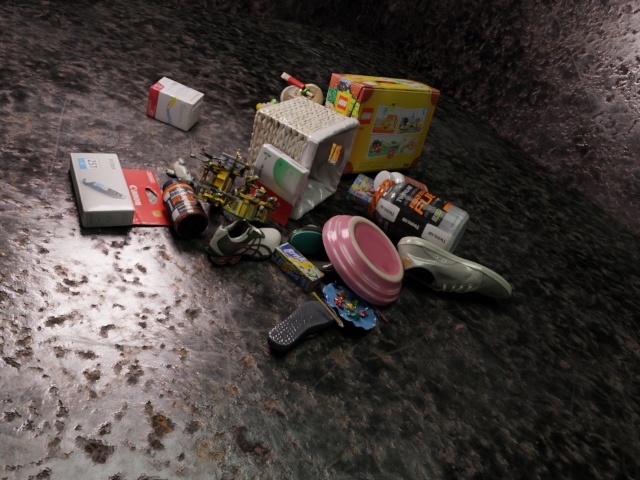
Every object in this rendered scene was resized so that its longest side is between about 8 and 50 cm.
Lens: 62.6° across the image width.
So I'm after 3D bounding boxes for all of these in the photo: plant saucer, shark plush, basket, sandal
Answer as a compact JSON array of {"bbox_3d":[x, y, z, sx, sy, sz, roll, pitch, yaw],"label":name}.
[{"bbox_3d":[0.152,0.046,1.678,0.332,0.084,0.332,36,31,-26],"label":"plant saucer"},{"bbox_3d":[-0.453,-0.225,1.810,0.161,0.073,0.067,37,6,25],"label":"shark plush"},{"bbox_3d":[-0.077,-0.311,1.915,0.266,0.328,0.331,30,35,15],"label":"basket"},{"bbox_3d":[-0.050,0.235,1.441,0.097,0.055,0.254,33,37,31],"label":"sandal"}]

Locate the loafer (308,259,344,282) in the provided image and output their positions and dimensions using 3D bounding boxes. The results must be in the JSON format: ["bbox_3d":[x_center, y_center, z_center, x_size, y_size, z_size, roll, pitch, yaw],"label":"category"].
[{"bbox_3d":[0.035,0.086,1.676,0.170,0.061,0.062,13,37,-15],"label":"loafer"}]

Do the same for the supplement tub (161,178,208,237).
[{"bbox_3d":[-0.424,-0.106,1.618,0.106,0.106,0.198,-5,44,-35],"label":"supplement tub"}]

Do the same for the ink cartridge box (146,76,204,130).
[{"bbox_3d":[-0.573,-0.539,2.087,0.176,0.127,0.128,22,35,-3],"label":"ink cartridge box"}]

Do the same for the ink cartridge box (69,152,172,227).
[{"bbox_3d":[-0.608,-0.159,1.614,0.261,0.066,0.296,-3,43,-32],"label":"ink cartridge box"}]

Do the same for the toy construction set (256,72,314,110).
[{"bbox_3d":[-0.182,-0.550,2.210,0.237,0.309,0.257,40,29,30],"label":"toy construction set"}]

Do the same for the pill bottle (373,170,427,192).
[{"bbox_3d":[0.326,-0.208,2.152,0.216,0.121,0.121,18,32,-35],"label":"pill bottle"}]

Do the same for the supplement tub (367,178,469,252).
[{"bbox_3d":[0.358,-0.083,1.955,0.338,0.207,0.207,29,34,18],"label":"supplement tub"}]

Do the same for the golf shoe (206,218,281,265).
[{"bbox_3d":[-0.213,-0.005,1.600,0.272,0.120,0.105,-17,49,-45],"label":"golf shoe"}]

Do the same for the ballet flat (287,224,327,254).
[{"bbox_3d":[0.000,0.000,1.755,0.280,0.095,0.096,13,25,-34],"label":"ballet flat"}]

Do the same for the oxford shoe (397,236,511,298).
[{"bbox_3d":[0.455,0.127,1.824,0.449,0.169,0.130,23,68,-14],"label":"oxford shoe"}]

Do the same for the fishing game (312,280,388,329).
[{"bbox_3d":[0.092,0.184,1.543,0.264,0.041,0.189,9,32,-50],"label":"fishing game"}]

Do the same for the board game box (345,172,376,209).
[{"bbox_3d":[0.192,-0.199,2.175,0.136,0.035,0.201,27,34,5],"label":"board game box"}]

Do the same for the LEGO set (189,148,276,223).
[{"bbox_3d":[-0.250,-0.183,1.650,0.254,0.192,0.331,23,2,11],"label":"LEGO set"}]

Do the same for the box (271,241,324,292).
[{"bbox_3d":[-0.072,0.081,1.624,0.169,0.054,0.059,41,38,22],"label":"box"}]

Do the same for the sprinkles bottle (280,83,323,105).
[{"bbox_3d":[-0.091,-0.651,2.414,0.121,0.121,0.355,11,11,-19],"label":"sprinkles bottle"}]

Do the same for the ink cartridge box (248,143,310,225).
[{"bbox_3d":[-0.156,-0.182,1.769,0.181,0.225,0.056,36,25,17],"label":"ink cartridge box"}]

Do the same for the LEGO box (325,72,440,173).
[{"bbox_3d":[0.251,-0.508,2.304,0.500,0.373,0.193,-10,35,-40],"label":"LEGO box"}]
